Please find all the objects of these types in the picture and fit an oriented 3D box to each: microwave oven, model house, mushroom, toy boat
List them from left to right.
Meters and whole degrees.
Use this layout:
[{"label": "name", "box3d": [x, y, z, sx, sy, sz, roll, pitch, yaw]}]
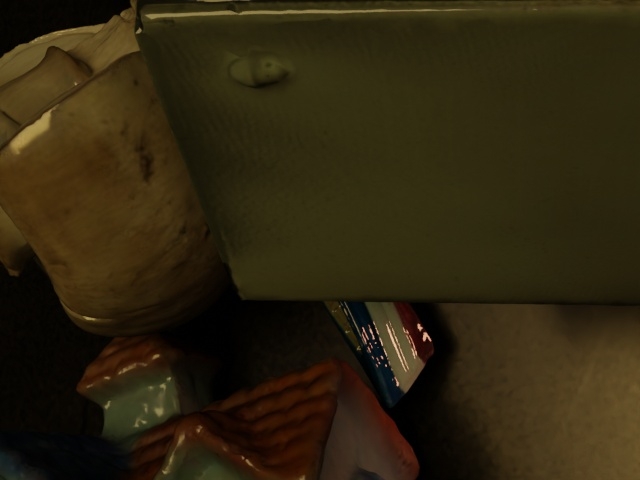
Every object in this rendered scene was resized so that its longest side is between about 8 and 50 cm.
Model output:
[{"label": "mushroom", "box3d": [-0.141, -0.023, 0.878, 0.195, 0.253, 0.189, -38, 107, -10]}, {"label": "model house", "box3d": [-0.068, 0.175, 0.814, 0.294, 0.251, 0.329, -22, 68, 25]}, {"label": "toy boat", "box3d": [0.000, 0.000, 0.889, 0.046, 0.080, 0.229, -28, 66, -14]}, {"label": "microwave oven", "box3d": [0.108, -0.197, 0.634, 0.332, 0.247, 0.394, 1, 61, 6]}]
